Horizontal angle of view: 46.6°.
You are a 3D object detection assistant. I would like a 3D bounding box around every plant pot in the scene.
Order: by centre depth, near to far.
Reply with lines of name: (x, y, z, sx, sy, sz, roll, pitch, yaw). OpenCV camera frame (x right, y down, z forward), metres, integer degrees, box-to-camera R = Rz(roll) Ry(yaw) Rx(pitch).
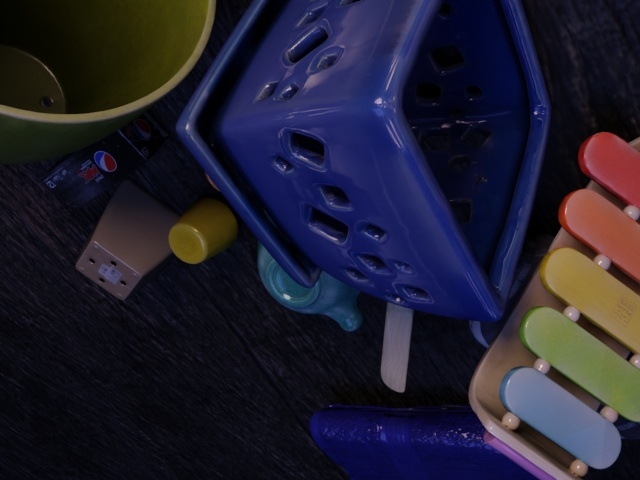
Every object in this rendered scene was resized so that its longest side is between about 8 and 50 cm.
plant pot: (0.038, -0.094, 0.587, 0.212, 0.235, 0.236, 1, 143, 34)
plant pot: (-0.275, -0.181, 0.682, 0.275, 0.274, 0.293, 40, 151, -13)
plant pot: (-0.243, 0.008, 0.932, 0.109, 0.096, 0.109, 38, 136, -9)

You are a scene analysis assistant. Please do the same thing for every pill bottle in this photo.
pill bottle: (0.239, 0.081, 0.738, 0.246, 0.130, 0.130, 34, 136, -7)

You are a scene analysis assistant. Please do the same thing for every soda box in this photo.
soda box: (-0.255, -0.096, 0.872, 0.169, 0.053, 0.060, -23, 118, 40)

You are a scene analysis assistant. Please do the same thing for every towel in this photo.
towel: (0.162, 0.299, 1.030, 0.308, 0.076, 0.227, -4, 135, 29)

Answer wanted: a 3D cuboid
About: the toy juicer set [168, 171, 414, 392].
toy juicer set: (0.000, 0.000, 0.822, 0.329, 0.089, 0.209, 31, 124, 8)

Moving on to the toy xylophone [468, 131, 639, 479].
toy xylophone: (0.271, 0.070, 0.636, 0.236, 0.322, 0.081, 27, 172, -9)
